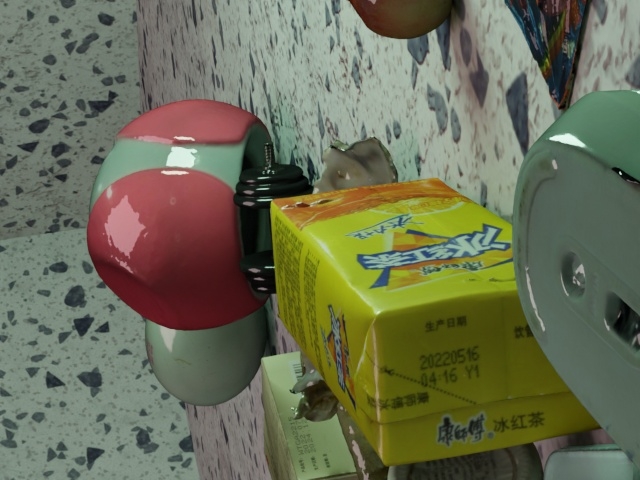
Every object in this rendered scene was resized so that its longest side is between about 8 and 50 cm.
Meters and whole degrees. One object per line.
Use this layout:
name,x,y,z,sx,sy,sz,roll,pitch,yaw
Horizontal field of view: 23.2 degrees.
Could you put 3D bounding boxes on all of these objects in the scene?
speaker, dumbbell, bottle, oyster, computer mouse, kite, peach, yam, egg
speaker,-0.158,-0.039,1.979,0.294,0.294,0.294,172,90,-79
dumbbell,-0.051,-0.013,1.827,0.099,0.099,0.208,-137,40,-73
bottle,0.116,0.235,1.091,0.104,0.104,0.245,-111,4,-48
oyster,0.037,0.046,1.434,0.271,0.100,0.275,-172,87,-76
computer mouse,0.183,0.037,0.687,0.288,0.097,0.159,-132,35,-51
kite,0.134,-0.190,0.969,0.321,0.016,0.233,-167,70,-78
peach,0.062,-0.193,1.187,0.083,0.083,0.083,172,90,-79
yam,0.065,0.274,1.603,0.045,0.045,0.326,-39,53,35
egg,-0.170,0.126,2.327,0.183,0.183,0.264,-116,28,-58

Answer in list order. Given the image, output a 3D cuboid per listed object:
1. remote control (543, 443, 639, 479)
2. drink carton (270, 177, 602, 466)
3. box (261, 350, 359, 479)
remote control,0.184,0.164,0.885,0.247,0.052,0.104,146,115,-78
drink carton,0.068,0.045,1.118,0.351,0.155,0.111,-134,37,-72
box,-0.004,0.256,1.803,0.212,0.095,0.168,-110,18,-50
